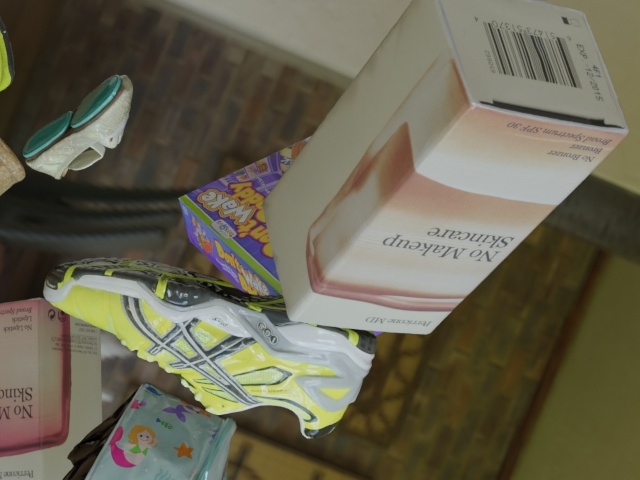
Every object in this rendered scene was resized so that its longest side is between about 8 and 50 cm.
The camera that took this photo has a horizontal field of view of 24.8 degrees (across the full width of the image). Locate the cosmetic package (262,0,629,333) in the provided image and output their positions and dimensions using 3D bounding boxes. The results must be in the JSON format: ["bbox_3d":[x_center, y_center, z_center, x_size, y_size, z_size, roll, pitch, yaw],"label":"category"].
[{"bbox_3d":[0.089,-0.056,1.166,0.296,0.153,0.129,-52,-138,46],"label":"cosmetic package"}]

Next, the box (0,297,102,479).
[{"bbox_3d":[-0.368,0.197,1.821,0.127,0.149,0.232,16,69,-61],"label":"box"}]

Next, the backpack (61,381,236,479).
[{"bbox_3d":[-0.153,0.258,1.241,0.225,0.191,0.253,-63,174,-57],"label":"backpack"}]

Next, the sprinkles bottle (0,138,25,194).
[{"bbox_3d":[-0.600,-0.027,2.115,0.355,0.121,0.121,-42,178,-12],"label":"sprinkles bottle"}]

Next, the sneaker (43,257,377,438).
[{"bbox_3d":[-0.136,0.118,1.653,0.145,0.385,0.147,-50,156,-81],"label":"sneaker"}]

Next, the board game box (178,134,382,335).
[{"bbox_3d":[0.000,0.000,1.900,0.347,0.233,0.078,40,-30,47],"label":"board game box"}]

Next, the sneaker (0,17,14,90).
[{"bbox_3d":[-0.352,-0.096,0.912,0.121,0.300,0.111,-19,94,-76],"label":"sneaker"}]

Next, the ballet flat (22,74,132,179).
[{"bbox_3d":[-0.207,-0.101,1.323,0.168,0.052,0.057,-24,-142,45],"label":"ballet flat"}]
